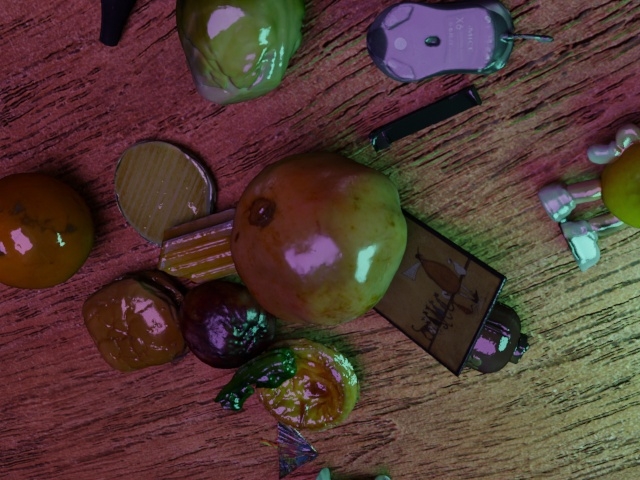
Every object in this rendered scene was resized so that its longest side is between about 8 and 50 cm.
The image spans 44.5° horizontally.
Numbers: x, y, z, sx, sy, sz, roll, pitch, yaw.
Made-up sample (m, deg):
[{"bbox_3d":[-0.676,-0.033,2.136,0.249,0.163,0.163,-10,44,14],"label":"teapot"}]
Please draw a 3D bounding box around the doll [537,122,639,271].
[{"bbox_3d":[0.663,-0.086,1.602,0.423,0.161,0.348,0,126,20],"label":"doll"}]

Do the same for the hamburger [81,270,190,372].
[{"bbox_3d":[-0.485,0.229,2.126,0.319,0.158,0.318,8,118,16],"label":"hamburger"}]

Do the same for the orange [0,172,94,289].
[{"bbox_3d":[-0.739,-0.025,2.019,0.312,0.312,0.312,7,115,16],"label":"orange"}]

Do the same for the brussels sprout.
[{"bbox_3d":[-0.171,-0.464,1.654,0.268,0.344,0.344,-9,115,-16],"label":"brussels sprout"}]

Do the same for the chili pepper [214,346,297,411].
[{"bbox_3d":[-0.168,0.354,1.983,0.253,0.083,0.099,-36,122,27],"label":"chili pepper"}]

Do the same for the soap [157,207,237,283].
[{"bbox_3d":[-0.291,0.023,1.972,0.258,0.080,0.160,-15,129,17],"label":"soap"}]

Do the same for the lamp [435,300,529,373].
[{"bbox_3d":[0.360,0.208,1.814,0.258,0.180,0.180,22,118,11],"label":"lamp"}]

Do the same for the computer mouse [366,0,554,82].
[{"bbox_3d":[0.284,-0.416,1.615,0.379,0.090,0.167,3,115,11],"label":"computer mouse"}]

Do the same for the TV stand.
[{"bbox_3d":[0.228,-0.267,1.724,0.256,0.040,0.049,-22,105,26],"label":"TV stand"}]

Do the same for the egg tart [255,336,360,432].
[{"bbox_3d":[-0.032,0.369,2.059,0.295,0.116,0.294,7,113,16],"label":"egg tart"}]

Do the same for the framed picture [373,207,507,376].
[{"bbox_3d":[0.242,0.109,1.779,0.339,0.014,0.255,38,115,39],"label":"framed picture"}]

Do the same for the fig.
[{"bbox_3d":[-0.246,0.212,2.009,0.263,0.224,0.224,17,118,10],"label":"fig"}]

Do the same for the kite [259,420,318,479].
[{"bbox_3d":[-0.092,0.607,2.244,0.183,0.014,0.241,13,118,14],"label":"kite"}]

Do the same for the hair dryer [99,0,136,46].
[{"bbox_3d":[-0.540,-0.610,1.830,0.272,0.091,0.235,38,131,13],"label":"hair dryer"}]

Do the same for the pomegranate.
[{"bbox_3d":[0.000,0.000,1.738,0.412,0.411,0.411,7,115,16],"label":"pomegranate"}]

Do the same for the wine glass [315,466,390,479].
[{"bbox_3d":[0.085,0.708,2.151,0.197,0.165,0.164,9,116,20],"label":"wine glass"}]

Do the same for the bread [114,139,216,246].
[{"bbox_3d":[-0.400,-0.117,2.004,0.301,0.045,0.301,7,115,16],"label":"bread"}]
